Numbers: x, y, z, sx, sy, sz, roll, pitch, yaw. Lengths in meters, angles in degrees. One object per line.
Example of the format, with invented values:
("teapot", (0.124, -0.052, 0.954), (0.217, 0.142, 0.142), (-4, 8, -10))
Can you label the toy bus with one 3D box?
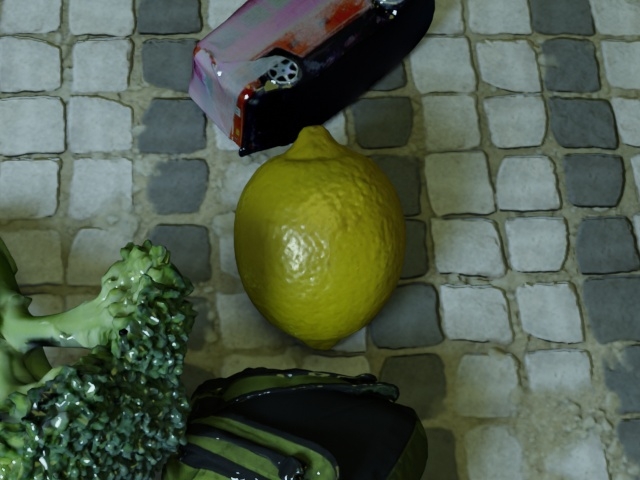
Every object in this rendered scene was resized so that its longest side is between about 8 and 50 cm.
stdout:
("toy bus", (-0.010, -0.235, 1.456), (0.147, 0.127, 0.302), (41, 66, 16))

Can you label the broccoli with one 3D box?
("broccoli", (-0.320, 0.160, 1.174), (0.397, 0.275, 0.353), (19, 54, 31))

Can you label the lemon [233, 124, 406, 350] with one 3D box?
("lemon", (0.000, 0.000, 1.317), (0.187, 0.187, 0.244), (0, 96, -7))

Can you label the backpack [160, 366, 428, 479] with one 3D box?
("backpack", (-0.032, 0.213, 1.205), (0.253, 0.140, 0.207), (10, 29, 18))
